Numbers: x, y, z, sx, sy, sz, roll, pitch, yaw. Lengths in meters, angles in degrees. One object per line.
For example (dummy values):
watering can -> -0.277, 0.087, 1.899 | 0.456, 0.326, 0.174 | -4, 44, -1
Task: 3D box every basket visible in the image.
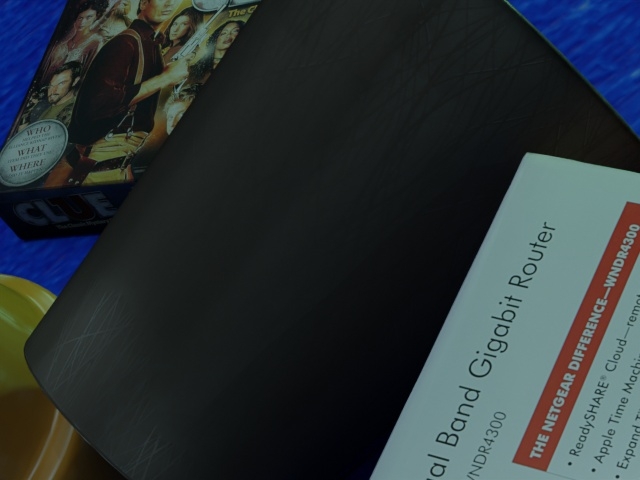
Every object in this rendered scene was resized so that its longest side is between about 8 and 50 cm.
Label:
basket -> 0.000, 0.000, 0.735 | 0.227, 0.204, 0.154 | -48, 49, 2

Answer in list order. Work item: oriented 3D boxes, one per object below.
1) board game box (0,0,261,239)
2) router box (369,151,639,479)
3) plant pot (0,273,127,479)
board game box -> -0.043, -0.084, 0.933 | 0.243, 0.042, 0.165 | -5, 51, 29
router box -> 0.144, 0.149, 0.540 | 0.301, 0.082, 0.335 | 14, 61, 28
plant pot -> -0.210, 0.071, 0.794 | 0.205, 0.188, 0.205 | -18, 45, 19
